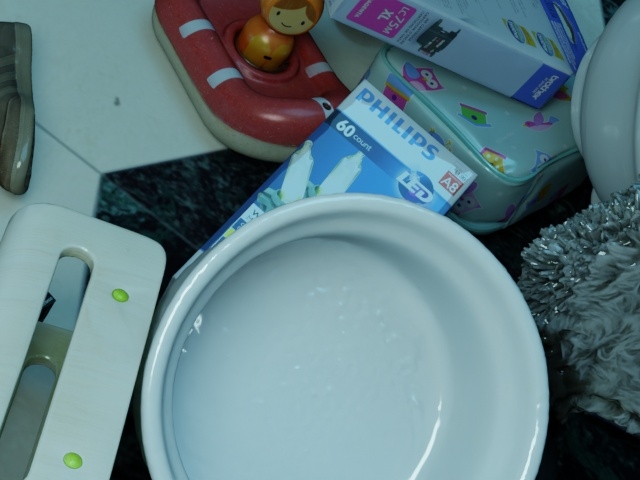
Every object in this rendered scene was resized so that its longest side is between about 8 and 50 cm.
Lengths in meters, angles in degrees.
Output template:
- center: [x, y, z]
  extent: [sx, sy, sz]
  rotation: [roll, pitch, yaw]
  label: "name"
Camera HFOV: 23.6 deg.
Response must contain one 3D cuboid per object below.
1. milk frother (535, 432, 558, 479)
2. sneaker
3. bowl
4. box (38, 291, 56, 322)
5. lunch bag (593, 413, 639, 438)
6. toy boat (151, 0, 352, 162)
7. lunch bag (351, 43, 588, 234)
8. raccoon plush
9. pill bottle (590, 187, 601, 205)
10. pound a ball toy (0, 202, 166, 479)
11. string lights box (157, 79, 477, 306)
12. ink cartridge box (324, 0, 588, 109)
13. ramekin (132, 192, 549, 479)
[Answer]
- center: [0.145, 0.226, 1.246]
  extent: [0.135, 0.129, 0.143]
  rotation: [-82, 155, -44]
  label: "milk frother"
- center: [-0.276, -0.110, 1.278]
  extent: [0.071, 0.066, 0.188]
  rotation: [1, 46, -13]
  label: "sneaker"
- center: [0.330, -0.126, 1.446]
  extent: [0.134, 0.298, 0.298]
  rotation: [12, 22, 42]
  label: "bowl"
- center: [-0.253, 0.054, 1.143]
  extent: [0.062, 0.052, 0.083]
  rotation: [46, 41, 10]
  label: "box"
- center: [0.368, 0.099, 1.488]
  extent: [0.303, 0.115, 0.243]
  rotation: [27, 40, -12]
  label: "lunch bag"
- center: [-0.046, -0.188, 1.424]
  extent: [0.151, 0.151, 0.231]
  rotation: [-11, 60, -40]
  label: "toy boat"
- center: [0.169, -0.135, 1.558]
  extent: [0.224, 0.108, 0.279]
  rotation: [44, 40, 16]
  label: "lunch bag"
- center: [0.230, -0.001, 1.247]
  extent: [0.446, 0.216, 0.299]
  rotation: [-1, 29, 12]
  label: "raccoon plush"
- center: [0.372, -0.086, 1.648]
  extent: [0.119, 0.119, 0.208]
  rotation: [36, 41, -2]
  label: "pill bottle"
- center: [-0.213, 0.153, 0.985]
  extent: [0.136, 0.208, 0.319]
  rotation: [19, 40, -8]
  label: "pound a ball toy"
- center: [0.000, 0.000, 1.287]
  extent: [0.133, 0.077, 0.259]
  rotation: [40, 62, 3]
  label: "string lights box"
- center: [0.126, -0.235, 1.473]
  extent: [0.311, 0.065, 0.186]
  rotation: [17, 40, -31]
  label: "ink cartridge box"
- center: [0.003, 0.107, 1.047]
  extent: [0.277, 0.135, 0.277]
  rotation: [0, 90, -18]
  label: "ramekin"
